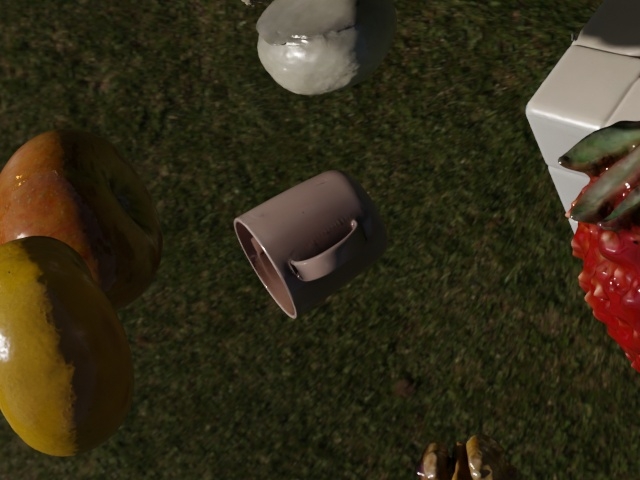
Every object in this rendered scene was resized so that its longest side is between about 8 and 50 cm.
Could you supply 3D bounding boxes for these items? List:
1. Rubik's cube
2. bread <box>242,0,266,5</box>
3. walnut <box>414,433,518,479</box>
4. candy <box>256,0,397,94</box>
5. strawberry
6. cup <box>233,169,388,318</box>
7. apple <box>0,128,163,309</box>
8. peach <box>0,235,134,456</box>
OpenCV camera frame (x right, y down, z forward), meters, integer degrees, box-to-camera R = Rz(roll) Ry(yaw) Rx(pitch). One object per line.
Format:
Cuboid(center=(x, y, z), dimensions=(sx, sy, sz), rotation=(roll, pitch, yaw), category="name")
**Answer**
Cuboid(center=(0.444, -0.120, 0.966), dimensions=(0.291, 0.290, 0.291), rotation=(23, 70, 41), category="Rubik's cube")
Cuboid(center=(-0.028, -0.172, 0.479), dimensions=(0.070, 0.035, 0.083), rotation=(-34, 76, 16), category="bread")
Cuboid(center=(0.176, 0.325, 1.105), dimensions=(0.143, 0.069, 0.170), rotation=(-16, 78, 20), category="walnut")
Cuboid(center=(0.015, -0.392, 1.770), dimensions=(0.295, 0.295, 0.185), rotation=(-3, 137, 20), category="candy")
Cuboid(center=(0.286, 0.056, 0.534), dimensions=(0.233, 0.137, 0.306), rotation=(-16, 124, 31), category="strawberry")
Cuboid(center=(0.000, 0.000, 1.480), dimensions=(0.200, 0.253, 0.191), rotation=(-31, 104, -13), category="cup")
Cuboid(center=(-0.295, -0.015, 1.081), dimensions=(0.173, 0.235, 0.210), rotation=(-28, 124, 10), category="apple")
Cuboid(center=(-0.206, 0.082, 0.696), dimensions=(0.103, 0.179, 0.179), rotation=(-14, 100, -22), category="peach")
